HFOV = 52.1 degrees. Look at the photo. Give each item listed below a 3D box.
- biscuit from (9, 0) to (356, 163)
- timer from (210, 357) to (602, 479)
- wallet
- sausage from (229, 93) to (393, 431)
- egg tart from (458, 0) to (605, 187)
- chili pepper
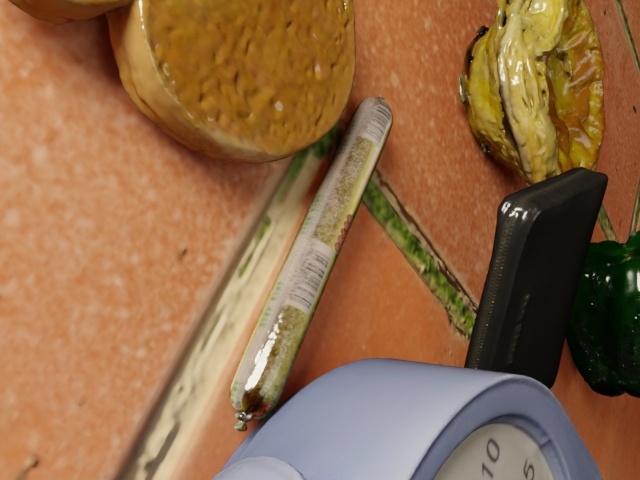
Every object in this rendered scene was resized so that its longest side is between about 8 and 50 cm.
[{"bbox_3d":[-0.075,-0.158,0.348,0.288,0.044,0.202,25,69,-45],"label":"biscuit"},{"bbox_3d":[0.061,0.252,0.400,0.395,0.173,0.395,0,90,-49],"label":"timer"},{"bbox_3d":[0.186,0.063,0.586,0.149,0.044,0.250,-18,125,-39],"label":"wallet"},{"bbox_3d":[0.000,0.000,0.440,0.033,0.032,0.269,46,56,-38],"label":"sausage"},{"bbox_3d":[0.209,-0.145,0.637,0.241,0.106,0.241,2,88,-53],"label":"egg tart"},{"bbox_3d":[0.392,0.122,0.801,0.261,0.165,0.174,68,26,-18],"label":"chili pepper"}]
